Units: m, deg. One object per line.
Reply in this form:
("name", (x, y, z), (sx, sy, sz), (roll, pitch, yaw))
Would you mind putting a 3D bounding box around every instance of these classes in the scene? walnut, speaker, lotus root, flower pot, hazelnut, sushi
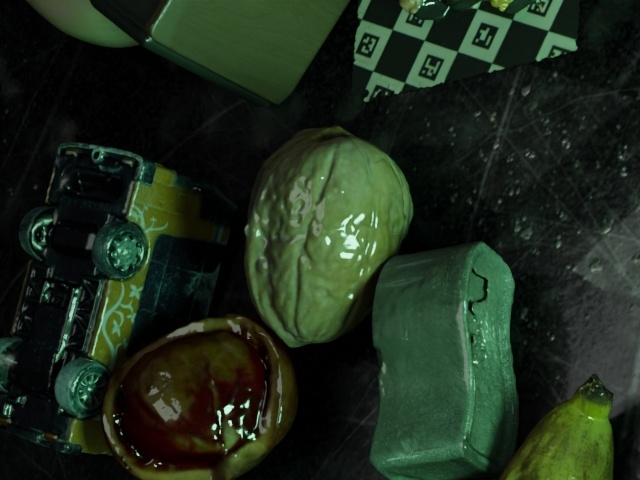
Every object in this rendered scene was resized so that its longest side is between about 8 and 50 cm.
("walnut", (0.002, 0.000, 1.678), (0.178, 0.178, 0.230), (23, 101, 42))
("speaker", (-0.109, -0.280, 1.820), (0.153, 0.231, 0.192), (39, 99, 41))
("lotus root", (0.216, 0.213, 1.473), (0.108, 0.094, 0.191), (20, 78, 19))
("flower pot", (0.120, 0.118, 1.573), (0.108, 0.103, 0.229), (-12, 66, 36))
("hazelnut", (-0.118, 0.165, 1.707), (0.201, 0.160, 0.170), (-42, 82, 19))
("sushi", (0.138, -0.293, 1.744), (0.290, 0.050, 0.264), (-8, 69, 38))

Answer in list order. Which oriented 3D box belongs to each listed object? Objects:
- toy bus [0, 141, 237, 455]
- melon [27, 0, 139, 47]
("toy bus", (-0.228, 0.071, 1.817), (0.162, 0.194, 0.324), (11, 84, 42))
("melon", (-0.269, -0.360, 1.985), (0.223, 0.223, 0.317), (-52, 51, 12))
